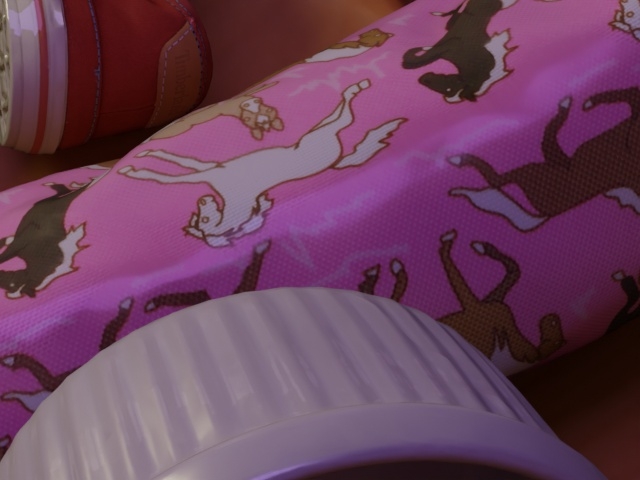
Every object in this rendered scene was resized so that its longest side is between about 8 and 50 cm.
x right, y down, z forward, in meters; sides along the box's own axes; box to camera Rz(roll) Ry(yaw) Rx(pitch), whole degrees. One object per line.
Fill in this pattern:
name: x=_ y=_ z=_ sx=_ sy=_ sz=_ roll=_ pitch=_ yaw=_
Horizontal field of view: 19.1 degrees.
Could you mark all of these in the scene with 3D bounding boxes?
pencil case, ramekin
pencil case: x=0.000 y=0.000 z=0.702 sx=0.386 sy=0.167 sz=0.160 roll=-28 pitch=90 yaw=-9
ramekin: x=-0.009 y=0.112 z=0.579 sx=0.207 sy=0.207 sz=0.109 roll=-22 pitch=37 yaw=-4

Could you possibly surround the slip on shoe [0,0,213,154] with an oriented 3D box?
slip on shoe: x=-0.120 y=-0.167 z=0.925 sx=0.101 sy=0.123 sz=0.331 roll=-1 pitch=45 yaw=-16
